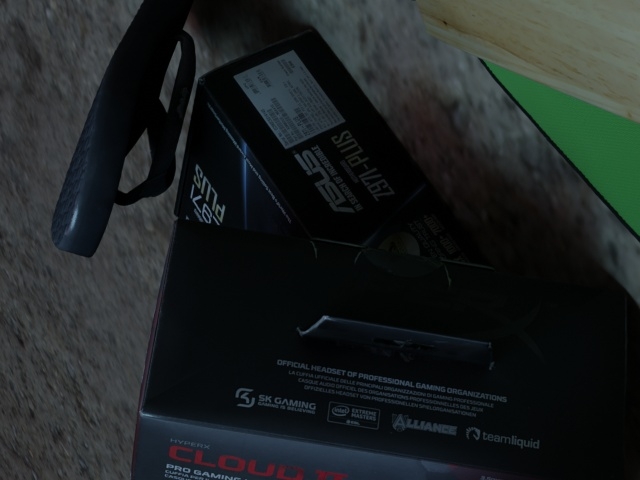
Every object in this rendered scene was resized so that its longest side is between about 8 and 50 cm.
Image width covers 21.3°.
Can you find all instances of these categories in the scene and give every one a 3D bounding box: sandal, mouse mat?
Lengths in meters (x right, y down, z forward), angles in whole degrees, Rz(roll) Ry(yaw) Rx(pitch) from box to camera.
[{"bbox_3d":[-0.093,-0.081,0.952,0.054,0.254,0.097,22,126,-6],"label":"sandal"},{"bbox_3d":[0.114,-0.090,0.722,0.190,0.007,0.153,53,154,26],"label":"mouse mat"}]

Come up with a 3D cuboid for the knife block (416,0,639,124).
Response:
[{"bbox_3d":[0.060,-0.108,0.538,0.242,0.275,0.088,-9,113,35],"label":"knife block"}]

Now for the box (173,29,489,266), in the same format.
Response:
[{"bbox_3d":[0.000,0.000,0.957,0.180,0.077,0.147,55,155,20],"label":"box"}]

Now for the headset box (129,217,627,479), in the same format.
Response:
[{"bbox_3d":[0.016,0.109,0.846,0.293,0.218,0.110,106,172,-56],"label":"headset box"}]
